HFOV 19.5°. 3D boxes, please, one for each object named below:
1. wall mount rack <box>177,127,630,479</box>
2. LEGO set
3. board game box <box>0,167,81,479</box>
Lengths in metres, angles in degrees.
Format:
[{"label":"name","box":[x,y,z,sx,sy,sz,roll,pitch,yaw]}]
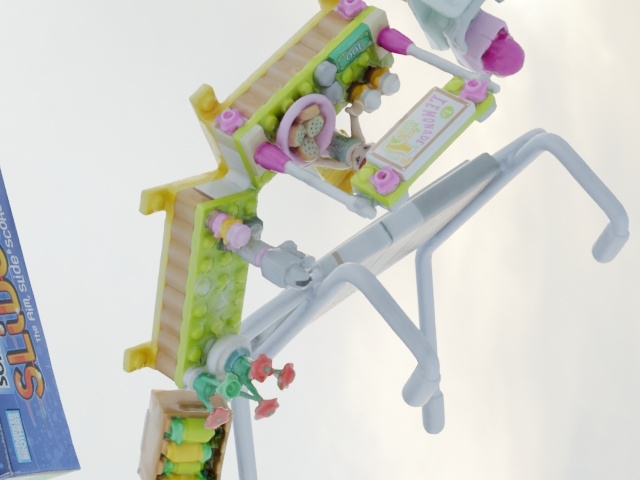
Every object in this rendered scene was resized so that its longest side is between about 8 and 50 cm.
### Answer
[{"label":"wall mount rack","box":[0.046,0.073,1.247,0.350,0.304,0.130,-33,-100,-38]},{"label":"LEGO set","box":[0.000,0.000,0.829,0.287,0.107,0.132,-59,-36,-2]},{"label":"board game box","box":[-0.178,0.037,0.582,0.035,0.201,0.136,6,-117,-61]}]
